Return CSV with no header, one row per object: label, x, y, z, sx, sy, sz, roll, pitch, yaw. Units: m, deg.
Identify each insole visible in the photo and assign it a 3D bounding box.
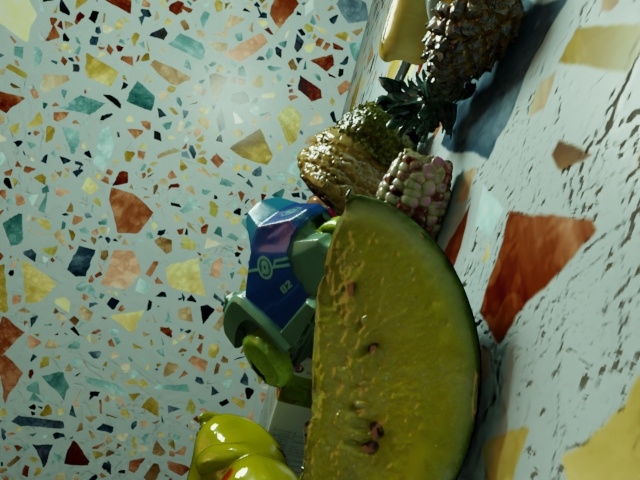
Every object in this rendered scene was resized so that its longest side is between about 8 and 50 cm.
insole,0.157,-0.324,1.165,0.309,0.012,0.110,113,172,-61

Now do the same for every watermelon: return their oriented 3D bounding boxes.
watermelon,0.049,0.110,0.409,0.123,0.129,0.301,115,163,-77

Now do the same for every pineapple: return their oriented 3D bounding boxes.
pineapple,0.130,-0.188,0.552,0.221,0.103,0.083,117,167,-63

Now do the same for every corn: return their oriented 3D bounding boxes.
corn,0.072,0.031,0.613,0.092,0.092,0.280,-92,19,-73

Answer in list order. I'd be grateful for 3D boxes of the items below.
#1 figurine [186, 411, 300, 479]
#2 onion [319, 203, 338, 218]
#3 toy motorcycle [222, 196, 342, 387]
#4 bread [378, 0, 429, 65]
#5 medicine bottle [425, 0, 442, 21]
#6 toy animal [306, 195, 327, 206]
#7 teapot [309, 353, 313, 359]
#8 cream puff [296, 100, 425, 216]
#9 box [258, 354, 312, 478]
figurine,-0.103,0.396,0.798,0.327,0.169,0.218,-161,79,-66
onion,0.000,0.000,1.245,0.218,0.140,0.195,-86,15,-66
toy motorcycle,-0.033,0.051,0.793,0.191,0.200,0.326,-32,-24,-36
bread,0.170,-0.411,0.793,0.142,0.091,0.305,-34,-38,-67
medicine bottle,0.162,-0.293,0.621,0.130,0.080,0.080,-80,7,-50
toy animal,-0.059,0.047,1.446,0.216,0.191,0.338,113,170,-58
teapot,0.037,0.151,0.756,0.110,0.085,0.080,-35,-36,-71
cream puff,0.076,-0.120,0.784,0.169,0.183,0.183,-49,13,16
box,-0.048,0.313,1.028,0.200,0.106,0.299,-101,24,-74
